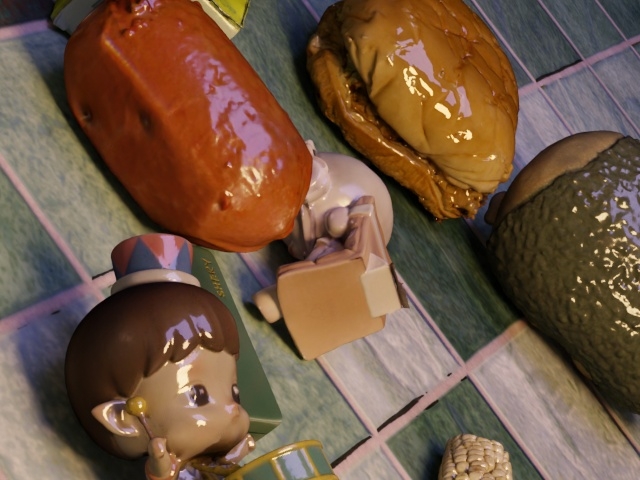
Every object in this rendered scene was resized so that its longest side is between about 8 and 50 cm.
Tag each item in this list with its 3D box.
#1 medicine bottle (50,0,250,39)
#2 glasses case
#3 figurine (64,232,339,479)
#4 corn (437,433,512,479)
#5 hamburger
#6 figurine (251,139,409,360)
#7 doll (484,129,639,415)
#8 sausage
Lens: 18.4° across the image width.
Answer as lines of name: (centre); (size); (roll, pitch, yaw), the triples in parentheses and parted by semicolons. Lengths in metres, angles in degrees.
medicine bottle: (-0.159, -0.271, 1.966); (0.137, 0.141, 0.250); (44, 27, -23)
glasses case: (-0.099, 0.087, 1.715); (0.078, 0.039, 0.184); (13, 45, -52)
figurine: (-0.104, 0.123, 1.527); (0.275, 0.158, 0.161); (59, 18, 15)
corn: (0.146, 0.248, 1.851); (0.087, 0.087, 0.211); (43, 29, -16)
hamburger: (0.120, -0.178, 2.271); (0.318, 0.158, 0.318); (39, 30, -28)
figurine: (0.004, -0.001, 1.912); (0.237, 0.141, 0.162); (-97, 168, -51)
doll: (0.345, 0.050, 2.271); (0.349, 0.247, 0.247); (51, 26, 8)
sausage: (-0.119, -0.106, 1.795); (0.268, 0.153, 0.141); (52, 42, 8)
